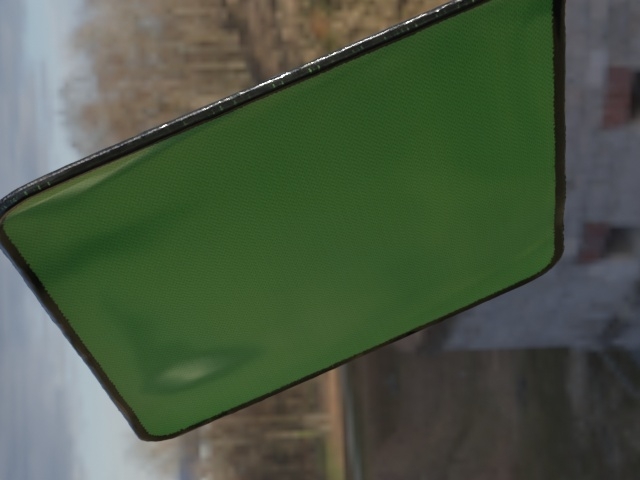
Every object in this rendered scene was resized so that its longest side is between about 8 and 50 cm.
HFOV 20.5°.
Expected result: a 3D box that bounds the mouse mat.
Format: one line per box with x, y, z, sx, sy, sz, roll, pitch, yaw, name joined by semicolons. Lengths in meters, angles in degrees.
0.000;0.000;0.499;0.190;0.152;0.007;73;173;-66;mouse mat
